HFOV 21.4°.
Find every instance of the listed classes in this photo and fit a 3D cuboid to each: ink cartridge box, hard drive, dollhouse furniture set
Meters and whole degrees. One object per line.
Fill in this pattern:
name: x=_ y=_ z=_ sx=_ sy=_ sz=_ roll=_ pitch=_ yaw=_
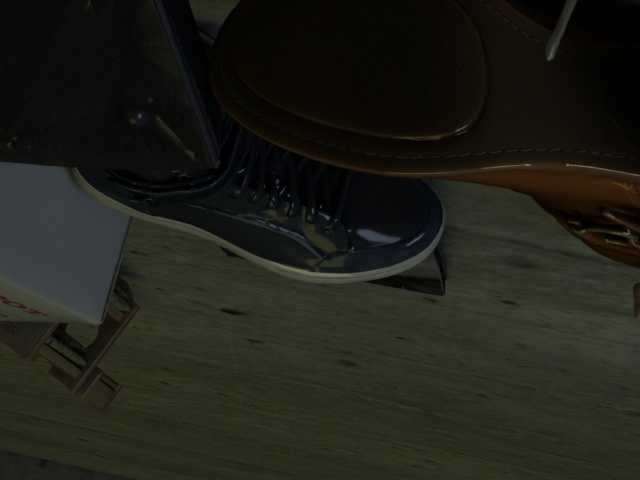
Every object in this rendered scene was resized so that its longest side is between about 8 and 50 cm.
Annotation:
ink cartridge box: x=-0.299 y=-0.040 z=1.074 sx=0.307 sy=0.129 sz=0.223 roll=-1 pitch=158 yaw=39
hard drive: x=-0.176 y=-0.110 z=0.798 sx=0.255 sy=0.054 sz=0.172 roll=6 pitch=142 yaw=19
dollhouse furniture set: x=-0.240 y=0.041 z=1.428 sx=0.161 sy=0.101 sz=0.182 roll=33 pitch=171 yaw=21

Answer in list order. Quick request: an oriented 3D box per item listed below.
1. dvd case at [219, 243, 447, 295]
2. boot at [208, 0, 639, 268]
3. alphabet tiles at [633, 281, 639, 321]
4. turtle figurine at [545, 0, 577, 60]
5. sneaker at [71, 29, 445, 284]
dvd case: x=0.000 y=0.000 z=1.135 sx=0.164 sy=0.018 sz=0.221 roll=11 pitch=170 yaw=8
boot: x=0.108 y=-0.052 z=0.815 sx=0.283 sy=0.109 sz=0.220 roll=-1 pitch=164 yaw=19
alphabet tiles: x=0.311 y=0.018 z=0.865 sx=0.284 sy=0.021 sz=0.278 roll=-9 pitch=167 yaw=23
turtle figurine: x=0.157 y=-0.087 z=0.534 sx=0.118 sy=0.175 sz=0.234 roll=-22 pitch=154 yaw=-15
sneaker: x=-0.031 y=-0.043 z=0.942 sx=0.226 sy=0.086 sz=0.163 roll=12 pitch=164 yaw=-3
